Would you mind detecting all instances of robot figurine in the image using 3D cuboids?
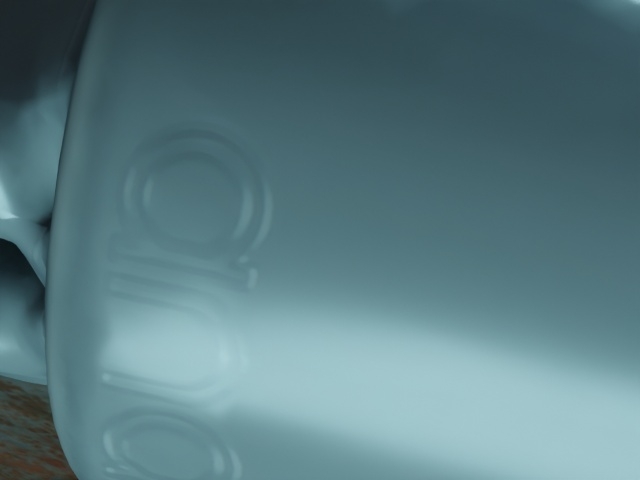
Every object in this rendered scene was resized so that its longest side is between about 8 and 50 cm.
[{"bbox_3d":[0.062,-0.004,0.429,0.353,0.199,0.300,11,148,7],"label":"robot figurine"}]
